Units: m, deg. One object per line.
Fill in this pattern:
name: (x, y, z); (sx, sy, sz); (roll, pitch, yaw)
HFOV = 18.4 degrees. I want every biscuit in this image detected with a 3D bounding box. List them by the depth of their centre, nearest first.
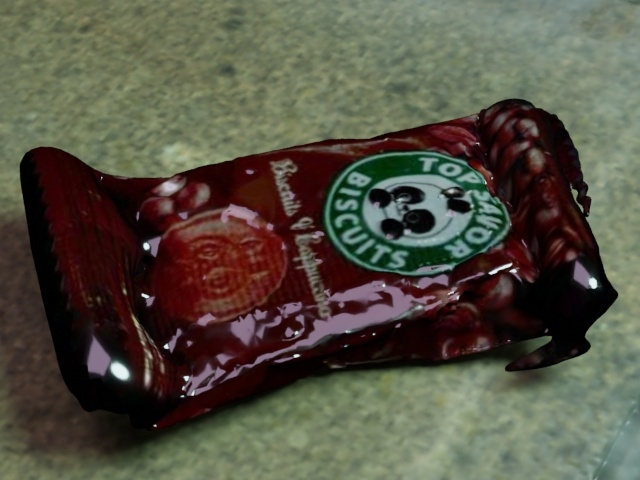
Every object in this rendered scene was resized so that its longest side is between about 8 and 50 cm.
biscuit: (0.000, 0.004, 0.814); (0.235, 0.063, 0.151); (-11, 48, -4)
